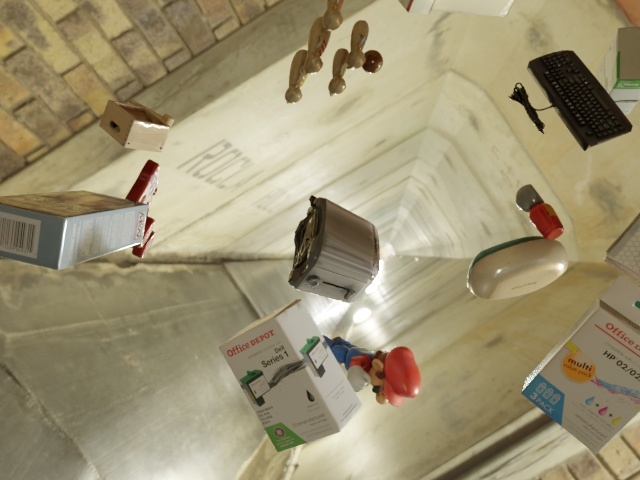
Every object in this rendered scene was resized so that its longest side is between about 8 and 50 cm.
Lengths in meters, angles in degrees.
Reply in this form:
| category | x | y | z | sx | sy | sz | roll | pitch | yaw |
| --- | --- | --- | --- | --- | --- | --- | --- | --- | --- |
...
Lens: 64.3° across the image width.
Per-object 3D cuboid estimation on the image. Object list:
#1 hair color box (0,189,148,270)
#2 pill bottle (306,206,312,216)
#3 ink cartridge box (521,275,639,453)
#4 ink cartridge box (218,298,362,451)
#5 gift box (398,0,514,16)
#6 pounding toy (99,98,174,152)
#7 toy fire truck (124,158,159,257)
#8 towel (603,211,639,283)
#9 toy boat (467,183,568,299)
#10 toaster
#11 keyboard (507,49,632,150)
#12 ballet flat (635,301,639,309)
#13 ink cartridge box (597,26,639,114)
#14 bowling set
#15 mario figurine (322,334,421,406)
| category | x | y | z | sx | sy | sz | roll | pitch | yaw |
| --- | --- | --- | --- | --- | --- | --- | --- | --- | --- |
| hair color box | -0.566 | -0.037 | 1.163 | 0.374 | 0.185 | 0.113 | -57 | 159 | -81 |
| pill bottle | 0.000 | 0.000 | 1.142 | 0.087 | 0.087 | 0.160 | 56 | 30 | -53 |
| ink cartridge box | 0.340 | 0.144 | 0.602 | 0.104 | 0.181 | 0.062 | 39 | 20 | 20 |
| ink cartridge box | -0.056 | 0.237 | 0.898 | 0.219 | 0.160 | 0.093 | 59 | 33 | 3 |
| gift box | 0.206 | -0.548 | 0.875 | 0.276 | 0.258 | 0.255 | 61 | -32 | 36 |
| pounding toy | -0.516 | -0.328 | 1.462 | 0.181 | 0.094 | 0.206 | 38 | 20 | 25 |
| toy fire truck | -0.594 | -0.103 | 1.647 | 0.169 | 0.253 | 0.302 | 27 | -23 | -8 |
| towel | 0.953 | 0.003 | 1.272 | 0.317 | 0.332 | 0.053 | 42 | 7 | 39 |
| toy boat | 0.503 | 0.012 | 1.267 | 0.318 | 0.268 | 0.148 | 91 | -15 | -50 |
| toaster | 0.029 | 0.017 | 1.006 | 0.146 | 0.129 | 0.227 | 24 | 38 | -17 |
| keyboard | 0.605 | -0.352 | 1.277 | 0.033 | 0.202 | 0.317 | 54 | 17 | -55 |
| ballet flat | 0.626 | 0.259 | 1.120 | 0.124 | 0.342 | 0.116 | 18 | 22 | -25 |
| ink cartridge box | 0.819 | -0.450 | 1.377 | 0.208 | 0.087 | 0.153 | 42 | 54 | -70 |
| bowling set | 0.053 | -0.407 | 1.138 | 0.287 | 0.200 | 0.154 | 131 | -27 | -60 |
| mario figurine | 0.112 | 0.347 | 1.303 | 0.321 | 0.198 | 0.170 | 8 | -60 | 48 |
